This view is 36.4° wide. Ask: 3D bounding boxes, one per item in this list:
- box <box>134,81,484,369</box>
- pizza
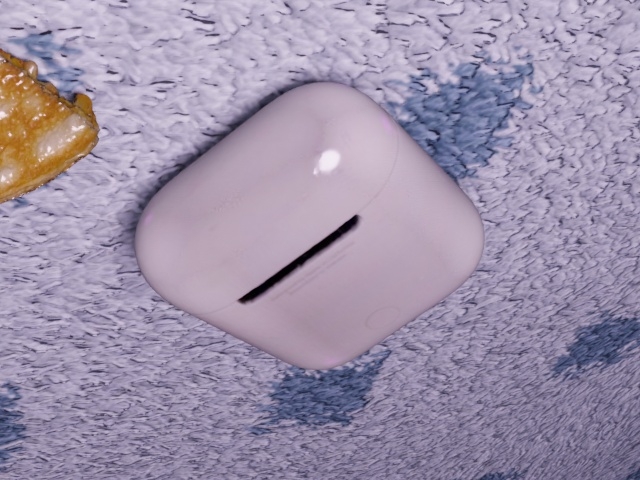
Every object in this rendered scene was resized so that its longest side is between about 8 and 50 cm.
[{"bbox_3d":[0.000,0.001,1.017,0.289,0.141,0.349,-35,142,16],"label":"box"},{"bbox_3d":[-0.284,-0.116,0.794,0.188,0.062,0.198,-25,138,-20],"label":"pizza"}]
